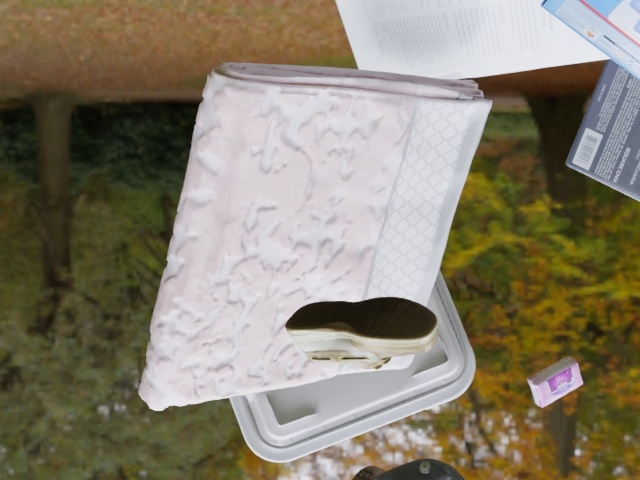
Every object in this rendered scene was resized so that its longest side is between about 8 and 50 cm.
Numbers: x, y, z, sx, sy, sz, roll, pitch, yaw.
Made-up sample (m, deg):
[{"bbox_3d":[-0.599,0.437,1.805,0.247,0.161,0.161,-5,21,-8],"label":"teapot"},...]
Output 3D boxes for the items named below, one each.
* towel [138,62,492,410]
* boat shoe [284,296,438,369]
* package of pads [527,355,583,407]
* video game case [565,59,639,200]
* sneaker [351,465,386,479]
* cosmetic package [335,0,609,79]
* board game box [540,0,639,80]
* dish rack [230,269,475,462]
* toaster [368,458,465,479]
[{"bbox_3d":[0.000,0.000,1.027,0.317,0.332,0.053,-3,-151,-36],"label":"towel"},{"bbox_3d":[0.036,0.073,0.829,0.135,0.045,0.050,1,-144,42],"label":"boat shoe"},{"bbox_3d":[0.372,0.224,1.729,0.083,0.050,0.032,-27,-151,-11],"label":"package of pads"},{"bbox_3d":[0.430,-0.118,1.224,0.274,0.196,0.026,31,-155,30],"label":"video game case"},{"bbox_3d":[0.032,0.297,0.959,0.071,0.188,0.066,30,173,-20],"label":"sneaker"},{"bbox_3d":[0.140,-0.299,0.969,0.284,0.097,0.377,-4,148,14],"label":"cosmetic package"},{"bbox_3d":[0.268,-0.180,0.800,0.160,0.039,0.211,38,166,1],"label":"board game box"},{"bbox_3d":[0.023,0.117,1.453,0.333,0.285,0.072,-20,170,-7],"label":"dish rack"},{"bbox_3d":[0.043,0.268,0.792,0.227,0.146,0.129,-31,-131,5],"label":"toaster"}]
